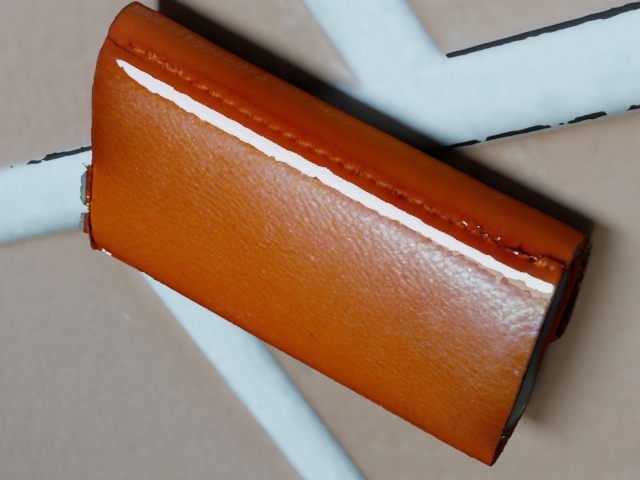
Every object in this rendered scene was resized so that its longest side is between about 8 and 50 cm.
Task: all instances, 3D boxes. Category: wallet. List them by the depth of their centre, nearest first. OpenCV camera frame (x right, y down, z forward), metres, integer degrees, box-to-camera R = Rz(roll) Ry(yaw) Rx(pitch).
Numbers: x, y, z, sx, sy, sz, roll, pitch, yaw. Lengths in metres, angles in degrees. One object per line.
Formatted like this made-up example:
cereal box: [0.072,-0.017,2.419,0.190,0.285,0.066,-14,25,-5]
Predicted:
wallet: [0.000,0.000,0.778,0.204,0.045,0.142,28,143,14]
